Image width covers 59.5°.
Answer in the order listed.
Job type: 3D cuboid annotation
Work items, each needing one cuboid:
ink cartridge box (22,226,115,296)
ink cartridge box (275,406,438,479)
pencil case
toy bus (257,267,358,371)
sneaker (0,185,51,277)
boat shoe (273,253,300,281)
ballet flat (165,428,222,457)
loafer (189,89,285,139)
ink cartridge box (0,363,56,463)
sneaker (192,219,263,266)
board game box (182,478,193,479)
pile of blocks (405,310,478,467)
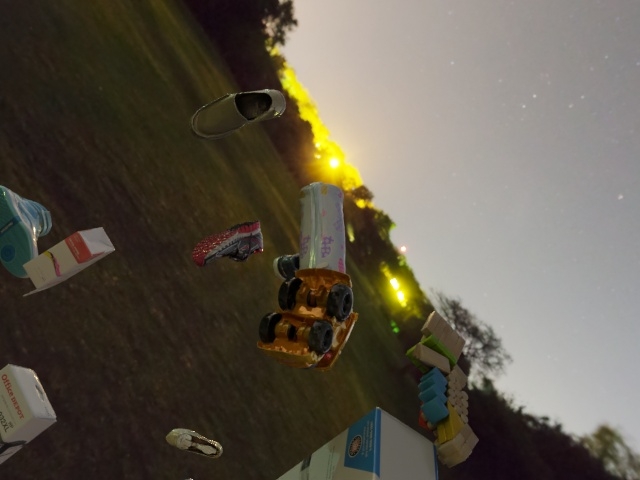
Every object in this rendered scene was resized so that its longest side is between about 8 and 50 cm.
[{"bbox_3d":[-0.595,0.048,1.298,0.067,0.198,0.115,60,8,-2],"label":"ink cartridge box"},{"bbox_3d":[0.034,0.555,1.068,0.166,0.395,0.286,36,31,-16],"label":"ink cartridge box"},{"bbox_3d":[0.000,0.000,1.340,0.124,0.113,0.273,35,49,-53],"label":"pencil case"},{"bbox_3d":[-0.012,0.201,1.188,0.220,0.149,0.212,-60,144,-39],"label":"toy bus"},{"bbox_3d":[-0.915,-0.017,1.770,0.319,0.127,0.208,63,8,16],"label":"sneaker"},{"bbox_3d":[-0.030,0.080,1.627,0.254,0.079,0.095,19,62,-52],"label":"boat shoe"},{"bbox_3d":[-0.359,0.579,1.602,0.168,0.057,0.052,18,-13,-8],"label":"ballet flat"},{"bbox_3d":[-0.227,-0.344,1.484,0.092,0.268,0.102,-8,79,-86],"label":"loafer"},{"bbox_3d":[-1.075,0.596,1.853,0.223,0.307,0.129,50,-6,24],"label":"ink cartridge box"},{"bbox_3d":[-0.275,0.023,1.763,0.299,0.120,0.112,-28,107,-53],"label":"sneaker"},{"bbox_3d":[-0.351,0.659,1.381,0.160,0.039,0.211,22,2,35],"label":"board game box"},{"bbox_3d":[0.240,0.323,1.225,0.148,0.112,0.362,32,35,-18],"label":"pile of blocks"}]
